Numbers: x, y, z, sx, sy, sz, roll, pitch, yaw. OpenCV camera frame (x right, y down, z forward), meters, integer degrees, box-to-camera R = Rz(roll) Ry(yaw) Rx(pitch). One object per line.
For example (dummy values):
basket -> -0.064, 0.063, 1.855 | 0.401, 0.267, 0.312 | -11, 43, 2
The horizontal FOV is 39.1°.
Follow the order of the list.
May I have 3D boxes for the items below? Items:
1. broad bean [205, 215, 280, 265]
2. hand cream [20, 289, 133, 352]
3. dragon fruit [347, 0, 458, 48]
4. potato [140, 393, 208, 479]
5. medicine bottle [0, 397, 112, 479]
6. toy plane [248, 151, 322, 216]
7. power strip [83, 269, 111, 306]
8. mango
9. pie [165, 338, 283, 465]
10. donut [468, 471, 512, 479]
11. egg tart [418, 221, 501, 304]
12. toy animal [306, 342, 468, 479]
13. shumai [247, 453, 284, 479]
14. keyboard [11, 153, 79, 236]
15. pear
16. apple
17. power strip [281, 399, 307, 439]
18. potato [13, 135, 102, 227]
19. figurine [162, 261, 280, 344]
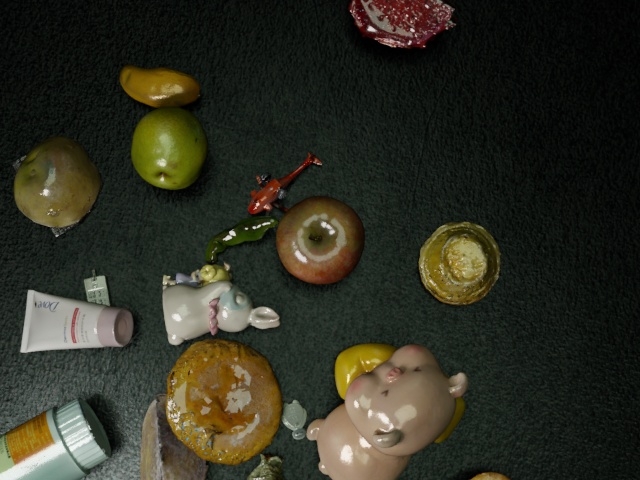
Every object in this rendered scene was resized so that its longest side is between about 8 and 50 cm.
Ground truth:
broad bean -> -0.177, -0.009, 1.942 | 0.195, 0.046, 0.061 | -34, 77, 15
hand cream -> -0.519, 0.171, 1.890 | 0.247, 0.083, 0.133 | 0, 78, 17
dragon fruit -> 0.183, -0.525, 2.007 | 0.261, 0.163, 0.189 | 32, 47, 6
potato -> -0.311, 0.461, 1.874 | 0.120, 0.100, 0.261 | 12, 61, -39
medicine bottle -> -0.591, 0.452, 1.811 | 0.318, 0.158, 0.158 | -28, 84, -6
toy plane -> -0.075, -0.118, 1.963 | 0.194, 0.077, 0.126 | -24, 70, -6
power strip -> -0.477, 0.129, 1.935 | 0.050, 0.019, 0.136 | -11, 82, -2
mango -> -0.354, -0.339, 1.982 | 0.190, 0.075, 0.098 | 12, 66, 3
pie -> -0.201, 0.335, 1.877 | 0.273, 0.069, 0.274 | 4, 77, -18
donut -> 0.353, 0.576, 1.882 | 0.166, 0.073, 0.184 | -39, 86, -8
egg tart -> 0.307, 0.048, 1.960 | 0.191, 0.074, 0.191 | 0, 84, -3
toy animal -> 0.122, 0.339, 1.818 | 0.345, 0.247, 0.278 | -36, 83, -7
shumai -> -0.115, 0.485, 1.887 | 0.083, 0.082, 0.080 | 8, 43, -14
keyboard -> -0.602, -0.103, 1.964 | 0.060, 0.018, 0.196 | -33, 85, -10
pear -> -0.312, -0.214, 1.923 | 0.166, 0.180, 0.216 | 11, 55, 8
apple -> 0.000, 0.000, 1.896 | 0.188, 0.174, 0.188 | 0, 88, -3
power strip -> -0.053, 0.383, 1.916 | 0.055, 0.035, 0.083 | -17, 70, -5
potato -> -0.565, -0.137, 1.914 | 0.182, 0.117, 0.202 | 24, 75, -1
figurine -> -0.208, 0.131, 1.898 | 0.235, 0.127, 0.155 | -6, 58, -4
